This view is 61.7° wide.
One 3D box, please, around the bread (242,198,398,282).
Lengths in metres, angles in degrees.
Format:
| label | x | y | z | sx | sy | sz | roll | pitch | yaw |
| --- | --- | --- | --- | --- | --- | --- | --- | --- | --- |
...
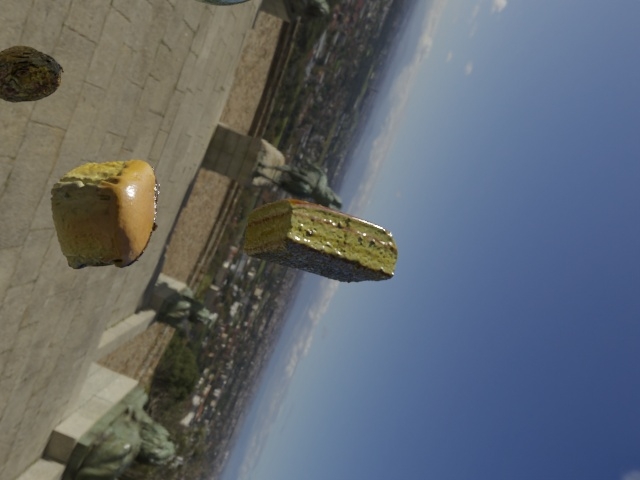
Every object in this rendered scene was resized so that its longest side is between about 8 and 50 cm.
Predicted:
| label | x | y | z | sx | sy | sz | roll | pitch | yaw |
| --- | --- | --- | --- | --- | --- | --- | --- | --- | --- |
| bread | 0.000 | 0.000 | 0.975 | 0.184 | 0.234 | 0.110 | -11 | -116 | 59 |

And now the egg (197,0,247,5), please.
| label | x | y | z | sx | sy | sz | roll | pitch | yaw |
| --- | --- | --- | --- | --- | --- | --- | --- | --- | --- |
| egg | -0.126 | -0.558 | 0.818 | 0.276 | 0.276 | 0.389 | -59 | 174 | -85 |

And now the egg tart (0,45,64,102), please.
| label | x | y | z | sx | sy | sz | roll | pitch | yaw |
| --- | --- | --- | --- | --- | --- | --- | --- | --- | --- |
| egg tart | -0.495 | -0.279 | 0.883 | 0.128 | 0.049 | 0.129 | -23 | 167 | -6 |

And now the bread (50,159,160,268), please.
| label | x | y | z | sx | sy | sz | roll | pitch | yaw |
| --- | --- | --- | --- | --- | --- | --- | --- | --- | --- |
| bread | -0.470 | -0.074 | 1.188 | 0.162 | 0.204 | 0.262 | 81 | 8 | -71 |
